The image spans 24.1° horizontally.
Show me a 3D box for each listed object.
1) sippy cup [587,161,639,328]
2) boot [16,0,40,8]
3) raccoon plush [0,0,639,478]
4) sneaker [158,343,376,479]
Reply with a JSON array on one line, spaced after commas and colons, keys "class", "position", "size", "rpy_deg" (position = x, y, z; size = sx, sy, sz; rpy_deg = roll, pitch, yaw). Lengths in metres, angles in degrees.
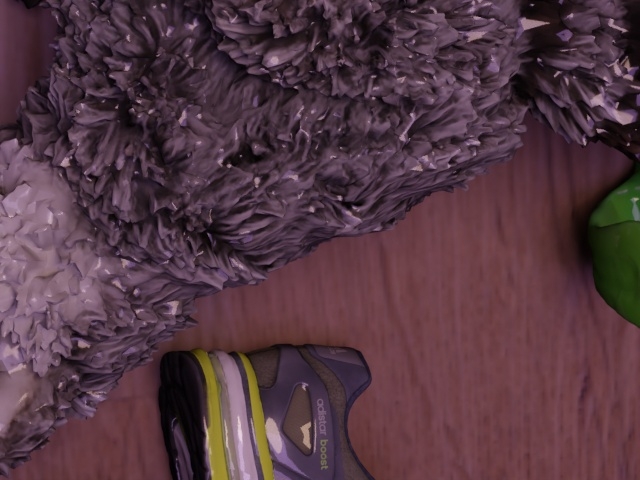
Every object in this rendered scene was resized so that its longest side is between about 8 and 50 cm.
[{"class": "sippy cup", "position": [0.320, -0.015, 0.815], "size": [0.240, 0.224, 0.305], "rpy_deg": [44, 87, -14]}, {"class": "boot", "position": [-0.203, -0.162, 0.751], "size": [0.161, 0.083, 0.246], "rpy_deg": [33, 91, -21]}, {"class": "raccoon plush", "position": [0.000, 0.000, 0.700], "size": [0.446, 0.216, 0.299], "rpy_deg": [18, 98, 14]}, {"class": "sneaker", "position": [-0.002, 0.195, 0.834], "size": [0.121, 0.111, 0.300], "rpy_deg": [-13, 103, -16]}]
